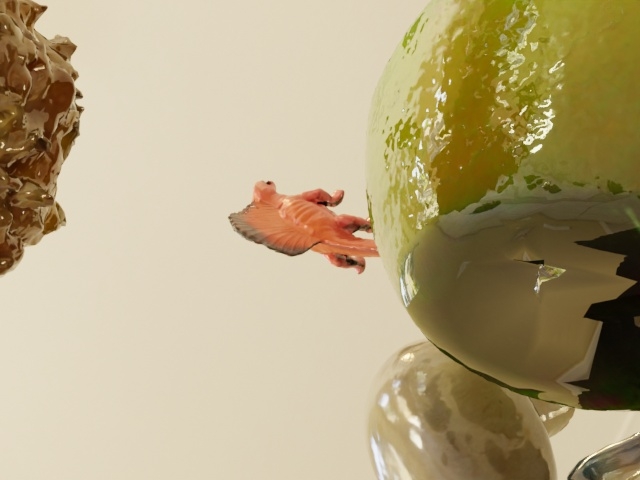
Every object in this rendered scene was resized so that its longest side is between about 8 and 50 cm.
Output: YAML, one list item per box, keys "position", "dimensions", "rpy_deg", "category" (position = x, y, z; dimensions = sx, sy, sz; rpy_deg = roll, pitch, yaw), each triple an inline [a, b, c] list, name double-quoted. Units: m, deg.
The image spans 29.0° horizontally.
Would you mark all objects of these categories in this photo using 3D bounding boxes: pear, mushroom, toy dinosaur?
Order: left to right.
- position: [-0.008, -0.002, 1.284]
  dimensions: [0.286, 0.139, 0.070]
  rpy_deg: [37, -62, 46]
  category: "toy dinosaur"
- position: [0.145, 0.174, 1.111]
  dimensions: [0.204, 0.204, 0.204]
  rpy_deg: [12, -58, 19]
  category: "mushroom"
- position: [0.202, -0.010, 0.831]
  dimensions: [0.399, 0.165, 0.398]
  rpy_deg: [11, -44, 11]
  category: "pear"

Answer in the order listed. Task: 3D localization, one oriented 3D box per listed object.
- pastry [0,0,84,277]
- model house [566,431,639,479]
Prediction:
- position: [-0.347, -0.062, 0.692]
  dimensions: [0.405, 0.292, 0.337]
  rpy_deg: [-31, -58, -4]
  category: "pastry"
- position: [0.311, 0.388, 0.898]
  dimensions: [0.395, 0.445, 0.400]
  rpy_deg: [50, -17, -16]
  category: "model house"
